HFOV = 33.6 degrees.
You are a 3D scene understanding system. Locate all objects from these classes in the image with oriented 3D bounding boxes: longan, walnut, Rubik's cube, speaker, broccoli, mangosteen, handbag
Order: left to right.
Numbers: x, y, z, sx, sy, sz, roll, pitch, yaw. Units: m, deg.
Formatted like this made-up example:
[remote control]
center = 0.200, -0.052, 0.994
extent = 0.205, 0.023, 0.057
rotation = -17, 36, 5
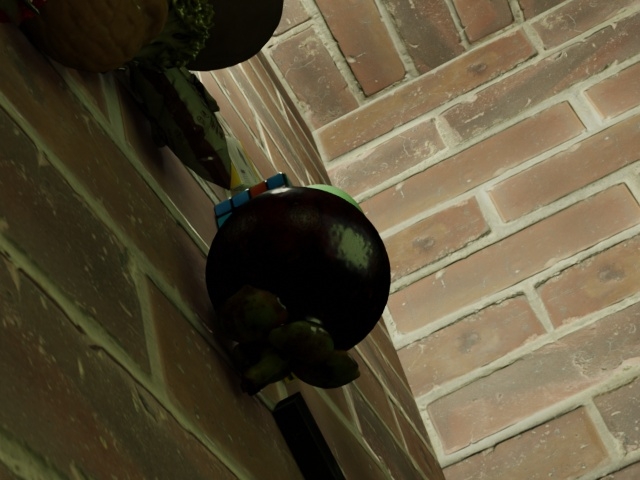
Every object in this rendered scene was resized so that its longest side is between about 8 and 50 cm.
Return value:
[walnut]
center = -0.313, -0.340, 1.433
extent = 0.228, 0.228, 0.228
rotation = 61, 7, -14
[broccoli]
center = -0.279, -0.375, 1.646
extent = 0.242, 0.180, 0.273
rotation = 38, 24, -8
[handbag]
center = -0.237, -0.212, 1.810
extent = 0.235, 0.127, 0.213
rotation = 53, 1, 28
[longan]
center = -0.241, -0.488, 1.946
extent = 0.405, 0.336, 0.404
rotation = 26, -9, 4
[Rubik's cube]
center = -0.089, -0.004, 1.971
extent = 0.155, 0.154, 0.151
rotation = 56, 11, -42
[mangosteen]
center = -0.039, 0.067, 1.636
extent = 0.311, 0.311, 0.311
rotation = 61, 7, -14
[speaker]
center = -0.005, 0.356, 1.715
extent = 0.218, 0.044, 0.082
rotation = 63, 7, 0

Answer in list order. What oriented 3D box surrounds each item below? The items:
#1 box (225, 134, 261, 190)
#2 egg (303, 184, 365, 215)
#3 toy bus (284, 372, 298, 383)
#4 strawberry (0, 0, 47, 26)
[box]
center = -0.188, -0.170, 2.348
extent = 0.129, 0.033, 0.247
rotation = 63, 7, 3
[egg]
center = 0.000, 0.000, 2.325
extent = 0.269, 0.221, 0.220
rotation = -93, 158, -45
[toy bus]
center = -0.050, 0.171, 1.940
extent = 0.081, 0.074, 0.226
rotation = 59, 9, -24
[strawberry]
center = -0.400, -0.339, 1.219
extent = 0.174, 0.098, 0.228
rotation = 58, 6, -39
